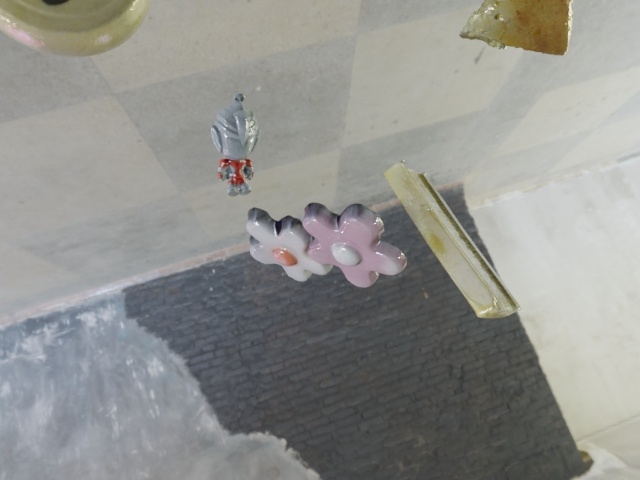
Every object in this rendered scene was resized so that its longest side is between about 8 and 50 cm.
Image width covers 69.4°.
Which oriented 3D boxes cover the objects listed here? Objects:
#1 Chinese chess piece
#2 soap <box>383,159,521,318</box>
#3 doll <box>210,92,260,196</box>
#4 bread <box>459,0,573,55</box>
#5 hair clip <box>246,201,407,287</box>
[{"bbox_3d":[-0.375,-0.398,0.661,0.257,0.257,0.104,-13,-172,-20],"label":"Chinese chess piece"},{"bbox_3d":[0.178,-0.003,0.641,0.037,0.252,0.092,-42,149,26],"label":"soap"},{"bbox_3d":[-0.148,-0.167,0.817,0.094,0.180,0.079,-6,-164,-31],"label":"doll"},{"bbox_3d":[0.279,-0.290,0.604,0.154,0.136,0.054,-45,-161,23],"label":"bread"},{"bbox_3d":[-0.004,0.005,0.639,0.257,0.146,0.075,6,-136,47],"label":"hair clip"}]
